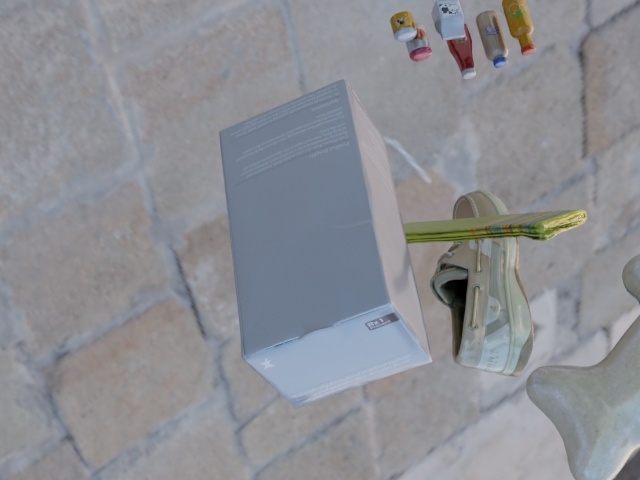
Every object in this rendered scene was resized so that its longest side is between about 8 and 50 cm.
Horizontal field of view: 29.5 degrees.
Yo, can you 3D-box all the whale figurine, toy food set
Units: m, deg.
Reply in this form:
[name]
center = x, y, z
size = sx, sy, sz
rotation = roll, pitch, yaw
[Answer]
[whale figurine]
center = 0.302, 0.112, 0.977
size = 0.272, 0.216, 0.141
rotation = -24, 153, -8
[toy food set]
center = 0.235, -0.331, 2.025
size = 0.232, 0.104, 0.111
rotation = -10, 161, -12

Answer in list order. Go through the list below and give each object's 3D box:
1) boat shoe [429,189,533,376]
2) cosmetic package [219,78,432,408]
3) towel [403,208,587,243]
[boat shoe]
center = 0.193, 0.043, 1.538
size = 0.098, 0.302, 0.109
rotation = 6, 134, -10
[cosmetic package]
center = 0.000, 0.000, 0.978
size = 0.127, 0.238, 0.107
rotation = -19, 144, 16
[towel]
center = 0.169, -0.011, 1.346
size = 0.102, 0.237, 0.021
rotation = -14, 98, -50
